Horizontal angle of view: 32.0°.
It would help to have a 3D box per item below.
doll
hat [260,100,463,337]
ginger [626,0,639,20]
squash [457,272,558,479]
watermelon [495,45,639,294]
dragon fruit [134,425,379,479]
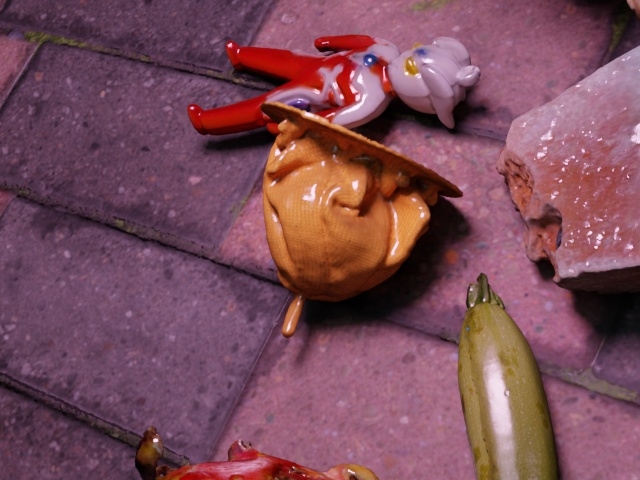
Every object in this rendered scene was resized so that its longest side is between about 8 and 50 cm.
[{"bbox_3d":[0.021,-0.196,1.407,0.383,0.099,0.188,2,51,27],"label":"doll"},{"bbox_3d":[0.000,0.000,1.259,0.233,0.244,0.233,21,87,40],"label":"hat"},{"bbox_3d":[0.467,-0.302,1.205,0.304,0.155,0.244,-31,66,-37],"label":"ginger"},{"bbox_3d":[0.186,0.172,1.132,0.094,0.094,0.341,-14,57,17],"label":"squash"},{"bbox_3d":[0.333,-0.060,1.155,0.301,0.151,0.264,-16,57,16],"label":"watermelon"},{"bbox_3d":[-0.046,0.315,1.066,0.291,0.250,0.269,-17,62,-13],"label":"dragon fruit"}]
